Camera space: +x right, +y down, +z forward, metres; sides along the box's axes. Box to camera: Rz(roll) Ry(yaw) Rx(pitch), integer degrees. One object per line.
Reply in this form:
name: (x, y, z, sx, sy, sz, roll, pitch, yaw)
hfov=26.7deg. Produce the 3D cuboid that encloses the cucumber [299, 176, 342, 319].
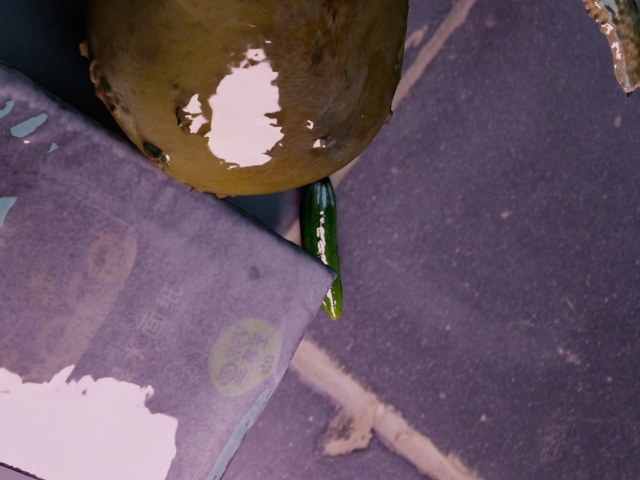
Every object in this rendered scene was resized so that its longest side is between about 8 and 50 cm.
cucumber: (0.000, 0.000, 1.299, 0.039, 0.039, 0.168, -20, 119, -27)

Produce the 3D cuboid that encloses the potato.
potato: (-0.057, -0.192, 0.994, 0.270, 0.219, 0.359, -45, 152, -23)

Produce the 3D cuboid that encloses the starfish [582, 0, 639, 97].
starfish: (0.211, -0.311, 1.223, 0.432, 0.082, 0.324, 17, 56, -35)

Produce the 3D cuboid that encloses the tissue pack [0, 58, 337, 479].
tissue pack: (-0.207, 0.052, 1.127, 0.394, 0.124, 0.288, 33, 87, -37)
